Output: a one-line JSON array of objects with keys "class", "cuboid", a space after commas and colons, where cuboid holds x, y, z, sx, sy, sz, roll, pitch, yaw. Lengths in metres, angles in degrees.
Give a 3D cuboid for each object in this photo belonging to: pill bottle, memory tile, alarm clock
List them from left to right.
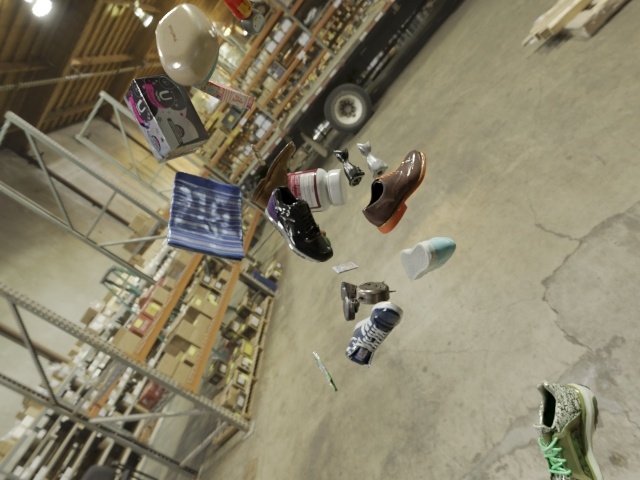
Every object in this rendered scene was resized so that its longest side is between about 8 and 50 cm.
[{"class": "memory tile", "cuboid": [-0.313, -0.431, 2.060, 0.012, 0.113, 0.148, -25, 10, 4]}, {"class": "pill bottle", "cuboid": [-0.067, -0.255, 2.144, 0.391, 0.224, 0.224, -6, 34, 14]}, {"class": "alarm clock", "cuboid": [0.191, 0.207, 1.587, 0.192, 0.064, 0.129, -20, 18, -37]}]

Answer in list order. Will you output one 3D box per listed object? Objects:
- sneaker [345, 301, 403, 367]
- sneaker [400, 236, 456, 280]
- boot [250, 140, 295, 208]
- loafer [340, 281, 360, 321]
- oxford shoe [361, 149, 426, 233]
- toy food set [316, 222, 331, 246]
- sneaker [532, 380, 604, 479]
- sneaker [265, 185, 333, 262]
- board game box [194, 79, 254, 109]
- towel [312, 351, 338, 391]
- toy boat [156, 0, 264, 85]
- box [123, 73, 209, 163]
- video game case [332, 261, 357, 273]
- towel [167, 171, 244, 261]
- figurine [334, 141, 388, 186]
[{"class": "sneaker", "cuboid": [0.169, 0.313, 1.320, 0.153, 0.099, 0.282, -60, 2, -36]}, {"class": "sneaker", "cuboid": [0.422, 0.071, 1.590, 0.150, 0.135, 0.366, -14, -7, -7]}, {"class": "boot", "cuboid": [-0.170, -0.270, 1.706, 0.306, 0.115, 0.112, -61, 5, -9]}, {"class": "loafer", "cuboid": [0.158, 0.294, 2.028, 0.303, 0.095, 0.109, -96, 10, -67]}, {"class": "oxford shoe", "cuboid": [0.198, -0.152, 1.078, 0.097, 0.098, 0.272, -27, 30, 60]}, {"class": "toy food set", "cuboid": [0.000, 0.000, 2.457, 0.128, 0.218, 0.071, -24, -4, -28]}, {"class": "sneaker", "cuboid": [0.692, 0.605, 1.197, 0.158, 0.181, 0.411, 126, 164, -57]}, {"class": "sneaker", "cuboid": [-0.064, -0.055, 1.260, 0.107, 0.283, 0.124, -30, -26, -41]}, {"class": "board game box", "cuboid": [-0.354, -0.528, 1.447, 0.146, 0.193, 0.045, -5, -57, -57]}, {"class": "towel", "cuboid": [0.017, 0.540, 1.677, 0.023, 0.113, 0.152, -30, 42, -10]}, {"class": "toy boat", "cuboid": [-0.316, -0.578, 1.167, 0.318, 0.148, 0.268, -27, 68, 18]}, {"class": "box", "cuboid": [-0.523, -0.417, 1.389, 0.163, 0.247, 0.142, -31, 8, -40]}, {"class": "video game case", "cuboid": [0.141, 0.157, 2.343, 0.121, 0.011, 0.087, -16, 22, -18]}, {"class": "towel", "cuboid": [-0.366, -0.088, 1.339, 0.040, 0.243, 0.336, -52, 36, 37]}, {"class": "figurine", "cuboid": [0.198, -0.395, 2.036, 0.214, 0.210, 0.092, -20, -24, -15]}]
